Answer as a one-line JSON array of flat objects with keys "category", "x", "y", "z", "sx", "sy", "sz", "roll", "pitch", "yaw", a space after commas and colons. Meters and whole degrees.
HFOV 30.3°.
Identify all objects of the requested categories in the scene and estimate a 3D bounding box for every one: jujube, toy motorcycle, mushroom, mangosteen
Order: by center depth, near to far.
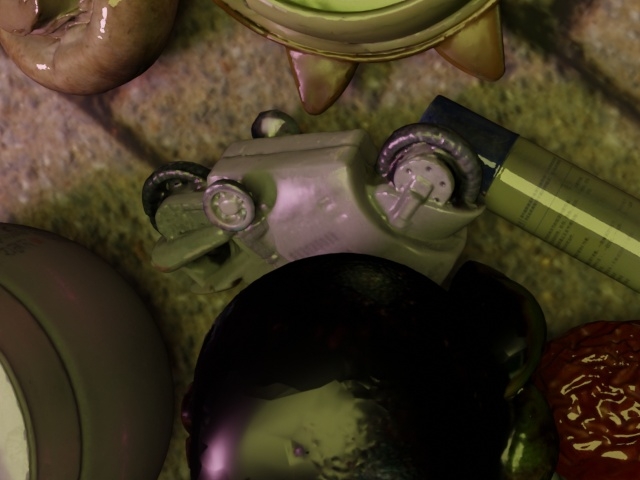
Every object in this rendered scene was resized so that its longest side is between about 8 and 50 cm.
[{"category": "mangosteen", "x": 0.031, "y": 0.112, "z": 0.740, "sx": 0.243, "sy": 0.243, "sz": 0.242, "roll": 1, "pitch": 96, "yaw": 12}, {"category": "jujube", "x": 0.231, "y": 0.114, "z": 0.819, "sx": 0.176, "sy": 0.109, "sz": 0.112, "roll": 0, "pitch": 132, "yaw": 4}, {"category": "mushroom", "x": -0.179, "y": -0.187, "z": 0.852, "sx": 0.166, "sy": 0.127, "sz": 0.166, "roll": 8, "pitch": 103, "yaw": 37}, {"category": "toy motorcycle", "x": 0.000, "y": 0.000, "z": 0.854, "sx": 0.260, "sy": 0.110, "sz": 0.170, "roll": -7, "pitch": 119, "yaw": 23}]

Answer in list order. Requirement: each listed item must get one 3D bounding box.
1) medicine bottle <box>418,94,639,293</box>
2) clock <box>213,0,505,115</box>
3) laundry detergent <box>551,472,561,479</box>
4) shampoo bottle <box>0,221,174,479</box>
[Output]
[{"category": "medicine bottle", "x": 0.171, "y": -0.025, "z": 0.837, "sx": 0.231, "sy": 0.059, "sz": 0.059, "roll": 30, "pitch": 101, "yaw": 8}, {"category": "clock", "x": 0.025, "y": -0.268, "z": 0.808, "sx": 0.286, "sy": 0.117, "sz": 0.348, "roll": -10, "pitch": 97, "yaw": 11}, {"category": "laundry detergent", "x": 0.104, "y": 0.177, "z": 0.866, "sx": 0.226, "sy": 0.070, "sz": 0.099, "roll": 25, "pitch": 97, "yaw": 10}, {"category": "shampoo bottle", "x": -0.253, "y": 0.125, "z": 0.838, "sx": 0.273, "sy": 0.266, "sz": 0.273, "roll": 1, "pitch": 96, "yaw": 13}]
